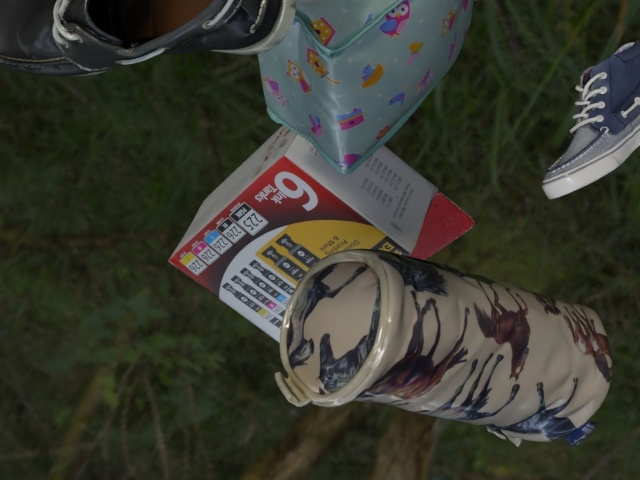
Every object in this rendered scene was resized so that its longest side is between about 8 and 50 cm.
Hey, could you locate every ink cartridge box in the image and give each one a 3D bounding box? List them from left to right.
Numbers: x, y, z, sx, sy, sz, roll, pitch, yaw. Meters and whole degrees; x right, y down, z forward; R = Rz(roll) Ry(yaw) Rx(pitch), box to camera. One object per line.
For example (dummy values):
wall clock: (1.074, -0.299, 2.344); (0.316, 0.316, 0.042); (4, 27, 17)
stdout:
ink cartridge box: (0.000, 0.000, 1.752); (0.272, 0.130, 0.309); (37, 139, -12)

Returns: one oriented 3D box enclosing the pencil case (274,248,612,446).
pencil case: (0.137, 0.122, 1.416); (0.410, 0.184, 0.160); (16, -170, -43)

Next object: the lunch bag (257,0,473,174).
lunch bag: (0.064, -0.239, 1.393); (0.160, 0.262, 0.223); (40, 160, 24)

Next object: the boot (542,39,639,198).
boot: (0.253, -0.113, 1.238); (0.069, 0.190, 0.086); (-21, 101, 52)

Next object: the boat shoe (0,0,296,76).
boat shoe: (-0.133, -0.148, 0.835); (0.233, 0.079, 0.084); (-1, 93, 28)
